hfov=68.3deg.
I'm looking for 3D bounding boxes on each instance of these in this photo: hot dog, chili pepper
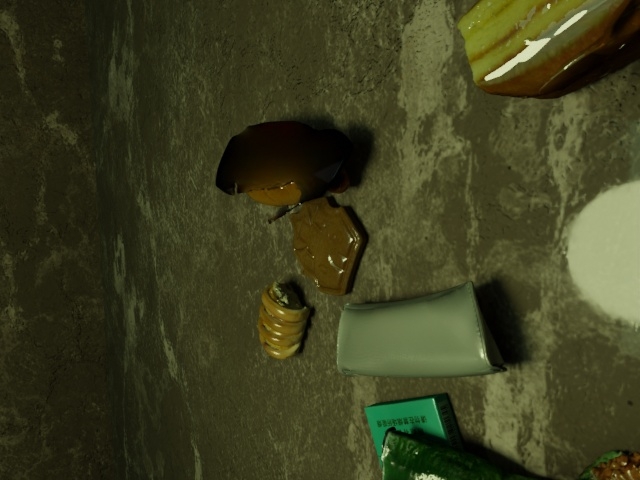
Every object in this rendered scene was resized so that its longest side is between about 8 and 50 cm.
[{"bbox_3d":[-0.057,-0.127,0.916,0.326,0.107,0.194,27,98,42],"label":"hot dog"},{"bbox_3d":[0.204,0.353,0.625,0.271,0.099,0.136,0,61,38],"label":"chili pepper"}]

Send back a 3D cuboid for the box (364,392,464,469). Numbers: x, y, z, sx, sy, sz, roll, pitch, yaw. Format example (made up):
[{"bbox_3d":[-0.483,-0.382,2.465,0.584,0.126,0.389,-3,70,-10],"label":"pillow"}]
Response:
[{"bbox_3d":[0.165,0.368,0.751,0.161,0.042,0.226,-30,70,47],"label":"box"}]

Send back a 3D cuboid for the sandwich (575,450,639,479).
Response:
[{"bbox_3d":[0.358,0.289,0.460,0.184,0.109,0.160,57,133,22],"label":"sandwich"}]

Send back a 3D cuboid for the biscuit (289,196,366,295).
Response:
[{"bbox_3d":[-0.002,0.000,0.925,0.215,0.034,0.182,39,123,42],"label":"biscuit"}]

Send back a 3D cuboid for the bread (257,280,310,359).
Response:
[{"bbox_3d":[-0.084,0.173,1.012,0.119,0.084,0.177,38,126,43],"label":"bread"}]

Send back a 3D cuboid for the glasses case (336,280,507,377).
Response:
[{"bbox_3d":[0.142,0.145,0.727,0.308,0.083,0.128,-20,73,51],"label":"glasses case"}]

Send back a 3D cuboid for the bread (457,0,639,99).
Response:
[{"bbox_3d":[0.275,-0.226,0.434,0.234,0.184,0.110,-33,72,50],"label":"bread"}]
